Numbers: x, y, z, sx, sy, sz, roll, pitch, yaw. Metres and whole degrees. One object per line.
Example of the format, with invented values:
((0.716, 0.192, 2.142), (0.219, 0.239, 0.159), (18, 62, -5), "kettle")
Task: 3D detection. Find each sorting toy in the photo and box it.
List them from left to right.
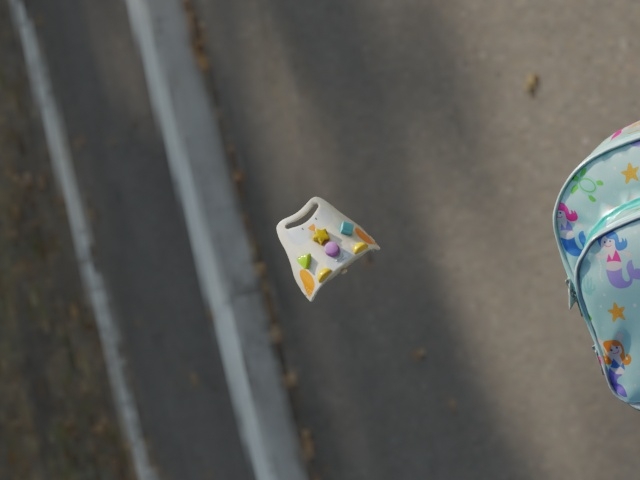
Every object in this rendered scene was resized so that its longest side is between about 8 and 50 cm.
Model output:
((0.000, 0.000, 1.814), (0.075, 0.083, 0.045), (50, 172, 16), "sorting toy")

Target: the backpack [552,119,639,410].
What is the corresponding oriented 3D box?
((0.326, 0.014, 1.726), (0.191, 0.225, 0.254), (-26, -84, -63), "backpack")
